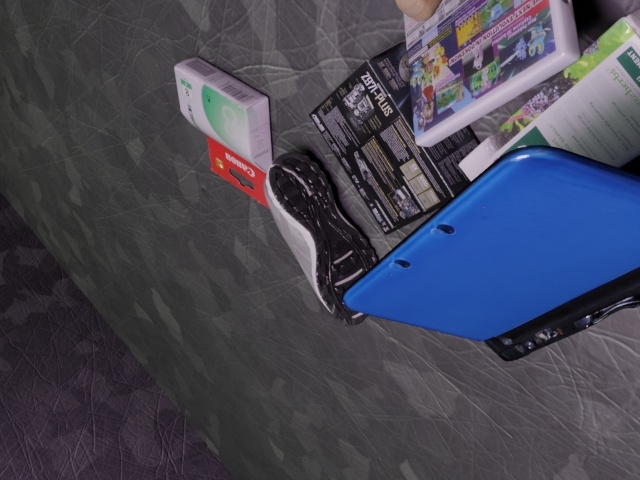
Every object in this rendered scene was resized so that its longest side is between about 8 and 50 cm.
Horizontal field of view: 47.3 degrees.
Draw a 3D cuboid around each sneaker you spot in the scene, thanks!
[{"bbox_3d":[0.000,0.000,1.083,0.272,0.100,0.108,63,163,-4],"label":"sneaker"}]

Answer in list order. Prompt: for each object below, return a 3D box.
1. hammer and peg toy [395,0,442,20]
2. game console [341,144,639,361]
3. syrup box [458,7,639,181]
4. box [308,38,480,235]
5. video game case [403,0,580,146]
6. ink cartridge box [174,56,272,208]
[{"bbox_3d":[0.097,-0.273,0.455,0.266,0.127,0.361,36,172,-22],"label":"hammer and peg toy"},{"bbox_3d":[0.194,-0.022,0.599,0.173,0.250,0.293,43,148,-1],"label":"game console"},{"bbox_3d":[0.236,-0.102,0.646,0.093,0.096,0.237,54,148,6],"label":"syrup box"},{"bbox_3d":[0.090,-0.116,0.852,0.180,0.077,0.147,57,149,-1],"label":"box"},{"bbox_3d":[0.143,-0.205,0.666,0.201,0.023,0.184,-26,63,58],"label":"video game case"},{"bbox_3d":[-0.151,-0.160,1.176,0.181,0.056,0.225,34,141,33],"label":"ink cartridge box"}]
